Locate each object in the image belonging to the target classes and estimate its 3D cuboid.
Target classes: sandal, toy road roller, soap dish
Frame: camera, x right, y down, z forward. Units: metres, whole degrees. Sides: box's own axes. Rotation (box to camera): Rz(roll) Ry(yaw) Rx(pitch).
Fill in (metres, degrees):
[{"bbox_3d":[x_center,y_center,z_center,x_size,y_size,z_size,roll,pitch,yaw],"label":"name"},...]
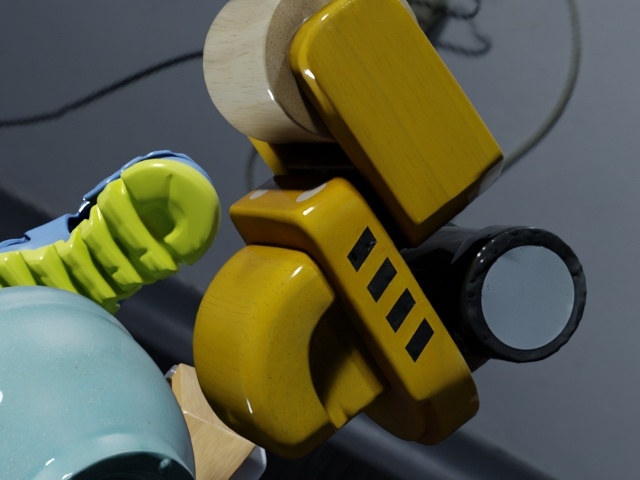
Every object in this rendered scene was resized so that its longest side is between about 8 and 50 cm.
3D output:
[{"bbox_3d":[-0.208,0.016,1.509,0.317,0.138,0.126,-28,104,20],"label":"sandal"},{"bbox_3d":[0.000,0.000,1.137,0.329,0.240,0.202,58,163,-14],"label":"toy road roller"},{"bbox_3d":[-0.172,0.262,1.844,0.118,0.291,0.229,40,93,-9],"label":"soap dish"}]

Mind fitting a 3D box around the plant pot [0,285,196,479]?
[{"bbox_3d":[-0.216,0.206,1.340,0.196,0.293,0.293,29,137,46],"label":"plant pot"}]
